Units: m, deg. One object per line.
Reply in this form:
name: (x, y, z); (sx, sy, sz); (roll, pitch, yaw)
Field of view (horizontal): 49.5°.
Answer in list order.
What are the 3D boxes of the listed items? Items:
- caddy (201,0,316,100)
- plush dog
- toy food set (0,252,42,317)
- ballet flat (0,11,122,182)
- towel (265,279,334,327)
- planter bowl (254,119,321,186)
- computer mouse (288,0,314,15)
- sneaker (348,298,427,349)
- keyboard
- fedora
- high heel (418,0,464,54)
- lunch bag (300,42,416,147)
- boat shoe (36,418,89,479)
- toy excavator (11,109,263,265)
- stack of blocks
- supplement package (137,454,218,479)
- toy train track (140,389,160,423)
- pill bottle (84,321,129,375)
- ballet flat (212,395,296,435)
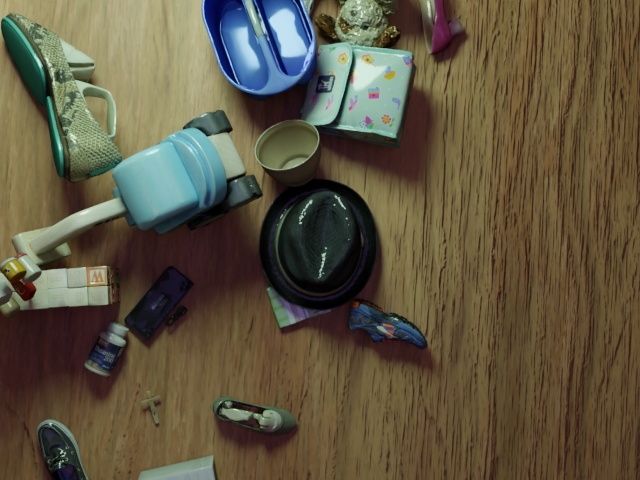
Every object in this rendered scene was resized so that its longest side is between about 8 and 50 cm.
caddy: (-0.143, -0.505, 1.673); (0.241, 0.179, 0.341); (-21, 84, 5)
plush dog: (0.112, -0.592, 1.759); (0.262, 0.210, 0.225); (19, 100, 22)
toy food set: (-0.676, 0.088, 1.465); (0.104, 0.232, 0.111); (47, 39, 9)
ballet flat: (-0.588, -0.343, 1.627); (0.182, 0.164, 0.483); (-17, 65, -30)
towel: (-0.050, 0.146, 1.759); (0.152, 0.023, 0.113); (-19, 87, -6)
planter bowl: (-0.069, -0.201, 1.711); (0.162, 0.109, 0.162); (-9, 53, 11)
computer mouse: (-0.053, -0.597, 1.786); (0.106, 0.042, 0.193); (18, 91, -1)
sneaker: (0.167, 0.225, 1.760); (0.221, 0.083, 0.087); (25, 98, 0)
keyboard: (-0.387, 0.163, 1.713); (0.108, 0.023, 0.180); (39, 84, 3)
fedora: (0.000, 0.000, 1.690); (0.334, 0.152, 0.334); (1, 81, -4)
high heel: (0.268, -0.607, 1.807); (0.117, 0.082, 0.244); (-38, 105, -17)
lunch bag: (0.090, -0.367, 1.736); (0.262, 0.160, 0.223); (13, 89, 10)
boat shoe: (-0.608, 0.533, 1.637); (0.080, 0.076, 0.228); (-21, 90, -8)
toy excavator: (-0.428, -0.092, 1.579); (0.445, 0.433, 0.222); (-24, 90, -45)
stack of blocks: (-0.630, 0.113, 1.609); (0.297, 0.171, 0.087); (-3, 87, -7)
supplement package: (-0.335, 0.593, 1.654); (0.179, 0.105, 0.105); (-10, 89, -8)
toy train track: (-0.411, 0.407, 1.701); (0.048, 0.014, 0.083); (-16, 95, -15)
pill bottle: (-0.510, 0.259, 1.668); (0.067, 0.067, 0.120); (26, 84, -5)
ballet flat: (-0.162, 0.437, 1.703); (0.213, 0.068, 0.072); (16, 85, -6)
